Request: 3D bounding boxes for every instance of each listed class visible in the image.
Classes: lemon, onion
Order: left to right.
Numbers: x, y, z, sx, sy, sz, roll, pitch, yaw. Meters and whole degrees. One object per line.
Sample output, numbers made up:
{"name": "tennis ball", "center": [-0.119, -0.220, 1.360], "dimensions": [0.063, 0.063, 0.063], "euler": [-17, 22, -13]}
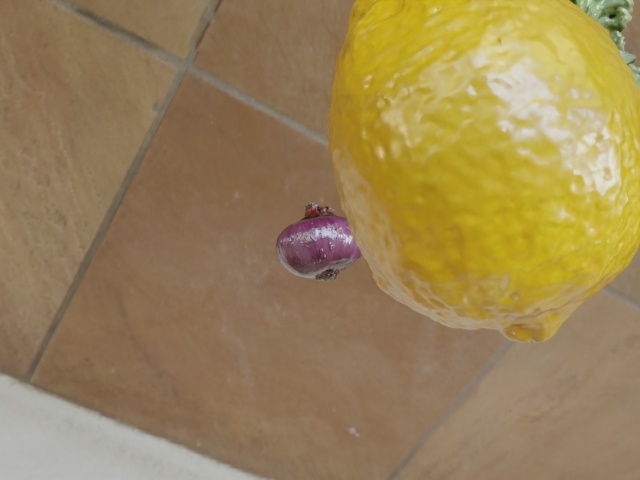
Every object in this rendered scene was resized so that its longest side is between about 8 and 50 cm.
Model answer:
{"name": "onion", "center": [0.000, 0.000, 1.074], "dimensions": [0.115, 0.104, 0.115], "euler": [-8, 161, -3]}
{"name": "lemon", "center": [0.073, -0.045, 0.386], "dimensions": [0.142, 0.142, 0.187], "euler": [-26, 79, 17]}

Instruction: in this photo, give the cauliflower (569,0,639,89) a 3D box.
{"name": "cauliflower", "center": [0.340, -0.202, 1.148], "dimensions": [0.260, 0.281, 0.327], "euler": [2, 112, -39]}
